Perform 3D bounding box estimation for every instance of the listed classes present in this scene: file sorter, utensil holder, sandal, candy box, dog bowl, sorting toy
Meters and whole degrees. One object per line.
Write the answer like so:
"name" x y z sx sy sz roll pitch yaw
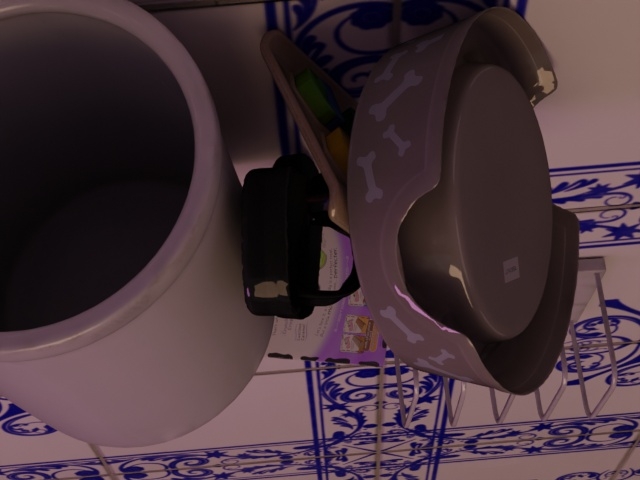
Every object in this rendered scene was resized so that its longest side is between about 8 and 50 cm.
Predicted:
"file sorter" 0.237 0.145 1.859 0.277 0.173 0.193 -3 155 -4
"utensil holder" -0.220 0.003 1.286 0.327 0.328 0.385 -7 158 4
"sandal" 0.000 0.003 1.340 0.107 0.168 0.446 -1 -175 4
"candy box" -0.013 0.054 1.613 0.196 0.165 0.070 8 -175 -25
"dog bowl" 0.136 -0.033 1.270 0.102 0.349 0.349 -3 159 29
"sorting toy" 0.030 -0.081 1.285 0.038 0.208 0.193 -30 148 16
